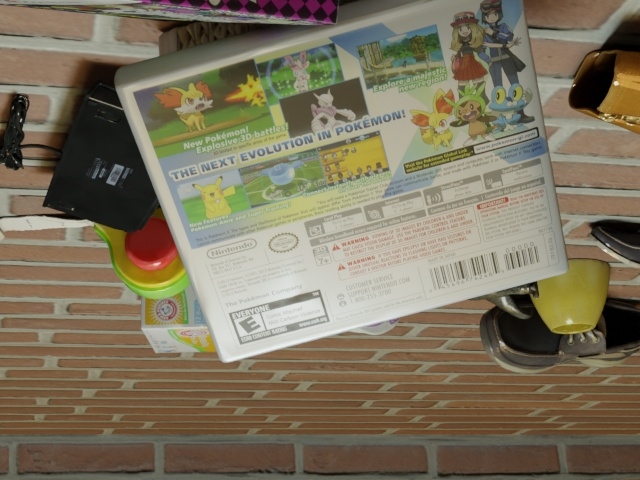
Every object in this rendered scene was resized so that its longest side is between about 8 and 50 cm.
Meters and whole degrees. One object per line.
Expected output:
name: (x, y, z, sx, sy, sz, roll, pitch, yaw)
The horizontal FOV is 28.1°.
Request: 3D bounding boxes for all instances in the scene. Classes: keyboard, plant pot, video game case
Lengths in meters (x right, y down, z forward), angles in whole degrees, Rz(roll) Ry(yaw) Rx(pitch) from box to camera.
keyboard: (-0.256, -0.095, 1.378, 0.202, 0.033, 0.317, 18, 155, -14)
plant pot: (0.391, 0.093, 2.003, 0.134, 0.095, 0.134, -2, 162, -1)
video game case: (-0.138, -0.188, 0.944, 0.210, 0.041, 0.232, 10, -170, 39)
video game case: (0.030, -0.055, 1.085, 0.329, 0.036, 0.300, -15, 124, 3)

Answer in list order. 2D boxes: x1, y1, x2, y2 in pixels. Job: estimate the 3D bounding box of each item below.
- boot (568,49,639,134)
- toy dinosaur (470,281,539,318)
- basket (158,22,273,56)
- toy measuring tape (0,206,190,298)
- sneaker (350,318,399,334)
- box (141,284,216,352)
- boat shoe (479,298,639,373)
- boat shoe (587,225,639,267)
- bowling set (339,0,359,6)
boot: (0.360, -0.133, 1.321, 0.211, 0.104, 0.295, 8, 168, 3)
toy dinosaur: (0.216, 0.040, 1.838, 0.160, 0.121, 0.313, 0, 171, 36)
basket: (-0.070, -0.120, 1.169, 0.103, 0.167, 0.113, -22, 155, 31)
toy measuring tape: (-0.276, 0.021, 1.662, 0.330, 0.121, 0.121, -3, 162, 1)
sneaker: (-0.011, 0.069, 1.907, 0.305, 0.114, 0.152, 14, 172, -35)
box: (-0.204, 0.096, 1.894, 0.103, 0.114, 0.203, -1, 164, -2)
boat shoe: (0.421, 0.141, 2.150, 0.355, 0.132, 0.130, 0, 155, -37)
boat shoe: (0.467, 0.002, 1.822, 0.206, 0.075, 0.065, 15, 113, -31)
bowling set: (0.095, -0.105, 1.171, 0.154, 0.199, 0.287, -13, 167, 29)
